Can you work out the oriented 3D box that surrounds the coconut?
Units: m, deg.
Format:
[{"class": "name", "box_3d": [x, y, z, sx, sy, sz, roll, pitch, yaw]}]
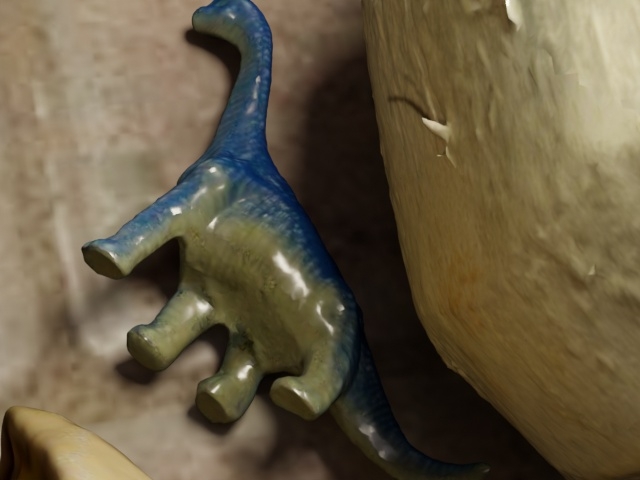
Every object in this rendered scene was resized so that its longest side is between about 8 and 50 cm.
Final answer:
[{"class": "coconut", "box_3d": [0.187, -0.087, 0.651, 0.346, 0.346, 0.360, -5, 73, -14]}]

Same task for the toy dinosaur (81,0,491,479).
[{"class": "toy dinosaur", "box_3d": [0.000, 0.000, 0.725, 0.248, 0.075, 0.188, 33, 58, 10]}]

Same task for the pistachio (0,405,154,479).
[{"class": "pistachio", "box_3d": [-0.095, 0.196, 0.540, 0.193, 0.214, 0.318, -4, 49, -23]}]
